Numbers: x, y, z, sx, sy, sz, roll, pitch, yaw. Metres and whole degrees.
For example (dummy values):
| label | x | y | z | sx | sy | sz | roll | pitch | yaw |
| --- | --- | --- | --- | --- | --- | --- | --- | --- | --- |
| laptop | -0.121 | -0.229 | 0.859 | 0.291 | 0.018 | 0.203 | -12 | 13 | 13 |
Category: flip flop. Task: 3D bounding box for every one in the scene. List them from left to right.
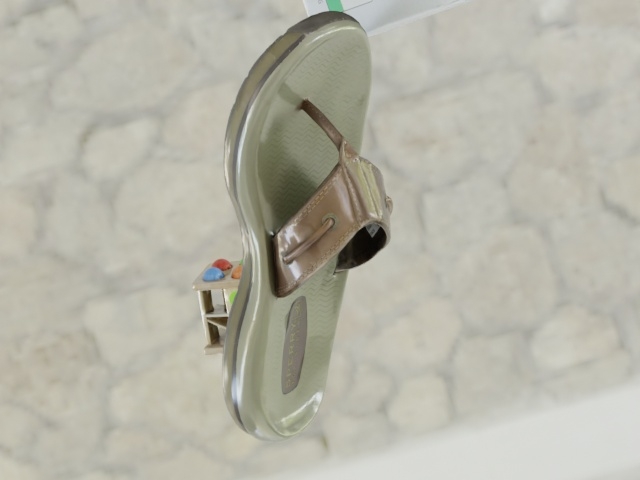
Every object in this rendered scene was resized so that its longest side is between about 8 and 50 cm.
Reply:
| label | x | y | z | sx | sy | sz | roll | pitch | yaw |
| --- | --- | --- | --- | --- | --- | --- | --- | --- | --- |
| flip flop | 0.000 | 0.000 | 1.067 | 0.080 | 0.277 | 0.112 | 23 | -153 | 35 |

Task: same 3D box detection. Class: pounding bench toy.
| label | x | y | z | sx | sy | sz | roll | pitch | yaw |
| --- | --- | --- | --- | --- | --- | --- | --- | --- | --- |
| pounding bench toy | -0.048 | 0.046 | 1.396 | 0.083 | 0.065 | 0.052 | -5 | -164 | 14 |

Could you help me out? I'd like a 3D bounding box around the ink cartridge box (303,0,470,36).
| label | x | y | z | sx | sy | sz | roll | pitch | yaw |
| --- | --- | --- | --- | --- | --- | --- | --- | --- | --- |
| ink cartridge box | 0.073 | -0.229 | 1.050 | 0.224 | 0.181 | 0.056 | -16 | -175 | 29 |
